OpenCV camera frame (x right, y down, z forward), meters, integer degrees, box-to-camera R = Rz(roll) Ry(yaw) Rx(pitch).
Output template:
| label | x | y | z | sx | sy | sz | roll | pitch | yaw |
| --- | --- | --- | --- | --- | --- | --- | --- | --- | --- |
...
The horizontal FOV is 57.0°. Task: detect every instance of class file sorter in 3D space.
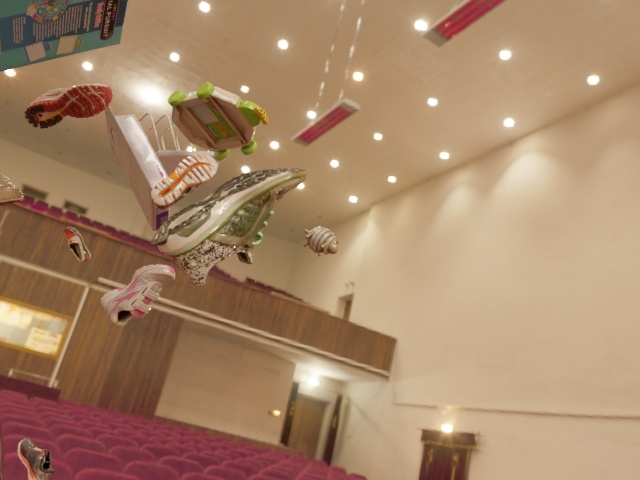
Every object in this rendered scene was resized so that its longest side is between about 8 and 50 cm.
| label | x | y | z | sx | sy | sz | roll | pitch | yaw |
| --- | --- | --- | --- | --- | --- | --- | --- | --- | --- |
| file sorter | -0.514 | -0.341 | 2.113 | 0.278 | 0.173 | 0.193 | -6 | -14 | -45 |

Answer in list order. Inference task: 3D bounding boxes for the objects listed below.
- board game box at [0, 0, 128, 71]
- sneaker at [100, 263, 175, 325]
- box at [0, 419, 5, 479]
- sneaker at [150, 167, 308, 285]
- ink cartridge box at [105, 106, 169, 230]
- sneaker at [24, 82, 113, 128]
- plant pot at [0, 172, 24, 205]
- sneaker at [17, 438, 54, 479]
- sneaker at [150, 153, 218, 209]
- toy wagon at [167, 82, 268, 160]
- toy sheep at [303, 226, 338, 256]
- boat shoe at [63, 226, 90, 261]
| label | x | y | z | sx | sy | sz | roll | pitch | yaw |
| --- | --- | --- | --- | --- | --- | --- | --- | --- | --- |
| board game box | -0.591 | -0.500 | 1.281 | 0.079 | 0.336 | 0.254 | 58 | -33 | 6 |
| sneaker | -0.522 | 0.167 | 1.722 | 0.252 | 0.111 | 0.103 | -36 | -35 | 12 |
| box | -0.848 | 0.434 | 1.408 | 0.143 | 0.270 | 0.165 | -6 | 8 | -25 |
| sneaker | -0.188 | -0.039 | 1.392 | 0.158 | 0.410 | 0.182 | 16 | -46 | 56 |
| ink cartridge box | -0.560 | -0.233 | 1.820 | 0.071 | 0.330 | 0.324 | -24 | -13 | -22 |
| sneaker | -0.649 | -0.367 | 1.525 | 0.225 | 0.092 | 0.088 | -12 | -48 | 2 |
| plant pot | -0.825 | -0.120 | 1.360 | 0.237 | 0.109 | 0.237 | -12 | 8 | 2 |
| sneaker | -0.700 | 0.543 | 1.472 | 0.158 | 0.065 | 0.061 | 38 | -9 | 39 |
| sneaker | -0.371 | -0.159 | 1.596 | 0.084 | 0.215 | 0.083 | 51 | -25 | 3 |
| toy wagon | -0.302 | -0.377 | 1.846 | 0.344 | 0.068 | 0.267 | -5 | -38 | 31 |
| toy sheep | 0.000 | 0.000 | 1.783 | 0.132 | 0.091 | 0.091 | 36 | -12 | 23 |
| boat shoe | -0.835 | 0.013 | 2.007 | 0.049 | 0.137 | 0.043 | -33 | -3 | 15 |
